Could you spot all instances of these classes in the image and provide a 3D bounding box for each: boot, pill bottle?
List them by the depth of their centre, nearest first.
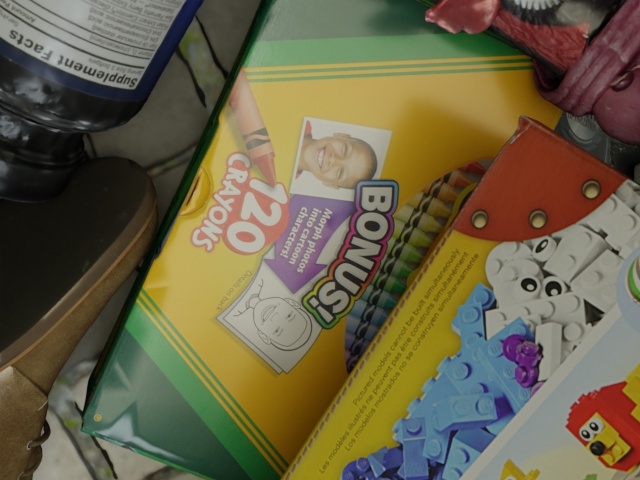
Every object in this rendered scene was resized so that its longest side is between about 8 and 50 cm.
[{"bbox_3d":[-0.119,-0.132,0.567,0.123,0.123,0.219,30,112,-12],"label":"pill bottle"},{"bbox_3d":[-0.187,0.084,0.638,0.305,0.112,0.115,-47,131,-2],"label":"boot"}]

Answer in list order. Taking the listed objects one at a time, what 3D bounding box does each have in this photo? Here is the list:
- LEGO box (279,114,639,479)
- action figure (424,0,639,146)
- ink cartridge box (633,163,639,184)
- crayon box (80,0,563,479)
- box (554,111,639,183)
[{"bbox_3d":[0.121,0.262,0.509,0.372,0.193,0.500,37,98,32],"label":"LEGO box"},{"bbox_3d":[0.221,-0.119,0.574,0.370,0.275,0.248,1,67,-1],"label":"action figure"},{"bbox_3d":[0.244,0.042,0.683,0.104,0.061,0.181,-8,101,-21],"label":"ink cartridge box"},{"bbox_3d":[0.000,0.000,0.641,0.165,0.081,0.278,24,95,-12],"label":"crayon box"},{"bbox_3d":[0.161,-0.067,0.685,0.083,0.018,0.067,20,97,-11],"label":"box"}]
